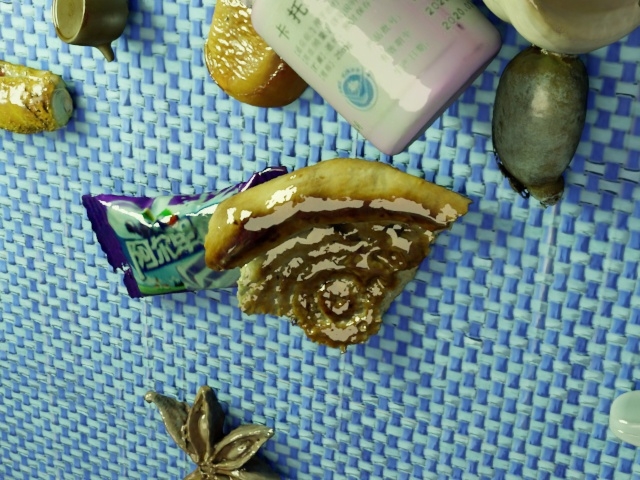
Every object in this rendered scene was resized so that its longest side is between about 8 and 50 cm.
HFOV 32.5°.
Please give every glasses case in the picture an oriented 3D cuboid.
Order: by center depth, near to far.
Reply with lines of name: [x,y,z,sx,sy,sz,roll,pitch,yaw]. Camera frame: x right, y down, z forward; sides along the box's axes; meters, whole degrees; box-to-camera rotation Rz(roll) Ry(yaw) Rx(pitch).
glasses case: [0.360,0.176,1.021,0.179,0.067,0.045,7,115,25]

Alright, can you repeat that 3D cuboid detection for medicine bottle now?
medicine bottle: [0.023,-0.208,0.963,0.254,0.152,0.152,43,126,2]

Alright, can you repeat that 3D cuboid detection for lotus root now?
lotus root: [0.192,-0.102,0.971,0.088,0.088,0.165,16,130,21]

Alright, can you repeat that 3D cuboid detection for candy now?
candy: [-0.132,-0.003,1.202,0.275,0.070,0.145,-6,117,26]

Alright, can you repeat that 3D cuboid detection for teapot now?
teapot: [-0.231,-0.246,1.138,0.076,0.068,0.121,1,93,50]

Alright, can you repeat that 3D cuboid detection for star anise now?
star anise: [-0.116,0.267,1.331,0.172,0.063,0.207,-3,109,25]

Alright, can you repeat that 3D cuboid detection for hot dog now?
hot dog: [-0.416,-0.172,1.271,0.289,0.068,0.083,10,125,23]

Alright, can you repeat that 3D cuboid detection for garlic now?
garlic: [0.177,-0.253,0.875,0.143,0.178,0.229,-28,80,66]

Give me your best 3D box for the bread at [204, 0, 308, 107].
bread: [-0.062,-0.195,1.083,0.126,0.044,0.129,32,128,13]

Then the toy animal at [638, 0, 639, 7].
toy animal: [0.382,-0.183,0.775,0.273,0.160,0.197,25,123,16]

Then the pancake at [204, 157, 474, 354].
pancake: [0.000,0.000,1.105,0.212,0.056,0.257,32,118,-6]
